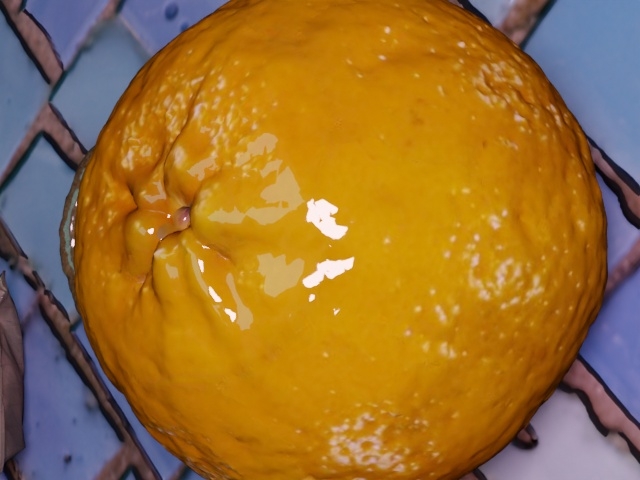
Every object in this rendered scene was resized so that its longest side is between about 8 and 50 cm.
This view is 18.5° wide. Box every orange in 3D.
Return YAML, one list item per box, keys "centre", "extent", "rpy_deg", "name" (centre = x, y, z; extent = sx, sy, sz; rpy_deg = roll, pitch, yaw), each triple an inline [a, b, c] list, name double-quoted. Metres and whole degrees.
- centre: [0.000, 0.000, 1.217]
  extent: [0.341, 0.293, 0.340]
  rpy_deg: [-12, 72, 40]
  name: "orange"

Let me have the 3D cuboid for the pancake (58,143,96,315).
- centre: [-0.140, -0.007, 1.542]
  extent: [0.199, 0.021, 0.199]
  rpy_deg: [-10, 75, 42]
  name: "pancake"

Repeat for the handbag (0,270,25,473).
- centre: [-0.331, 0.166, 1.617]
  extent: [0.270, 0.117, 0.182]
  rpy_deg: [-38, 43, 31]
  name: "handbag"
